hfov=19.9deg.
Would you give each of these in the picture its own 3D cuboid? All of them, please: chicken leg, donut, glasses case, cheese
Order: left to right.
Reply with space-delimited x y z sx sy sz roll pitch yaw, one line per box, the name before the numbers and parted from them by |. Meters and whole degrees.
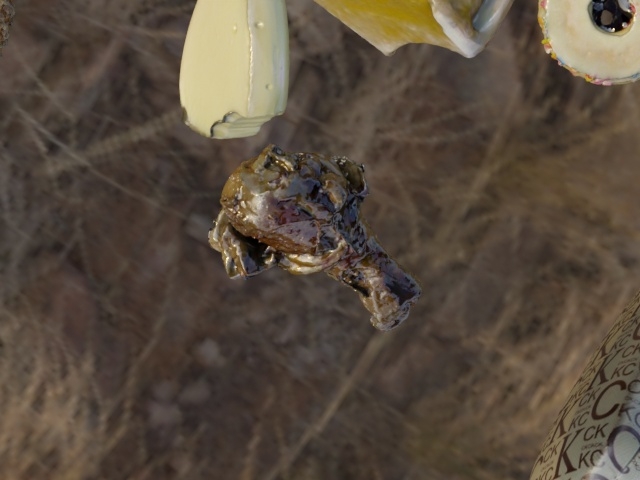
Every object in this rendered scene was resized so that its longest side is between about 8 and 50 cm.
cheese | -0.060 -0.203 1.481 0.050 0.127 0.255 -4 114 -32
chicken leg | 0.003 -0.007 1.452 0.196 0.080 0.125 19 105 -29
donut | 0.330 -0.262 2.073 0.174 0.068 0.174 0 99 1
glasses case | 0.270 0.091 1.423 0.085 0.137 0.354 40 52 -1

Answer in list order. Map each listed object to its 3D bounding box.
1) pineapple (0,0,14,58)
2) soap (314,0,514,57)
pineapple | -0.336 -0.113 1.634 0.130 0.119 0.277 9 93 -18
soap | 0.034 -0.274 0.942 0.259 0.143 0.281 36 70 -23
